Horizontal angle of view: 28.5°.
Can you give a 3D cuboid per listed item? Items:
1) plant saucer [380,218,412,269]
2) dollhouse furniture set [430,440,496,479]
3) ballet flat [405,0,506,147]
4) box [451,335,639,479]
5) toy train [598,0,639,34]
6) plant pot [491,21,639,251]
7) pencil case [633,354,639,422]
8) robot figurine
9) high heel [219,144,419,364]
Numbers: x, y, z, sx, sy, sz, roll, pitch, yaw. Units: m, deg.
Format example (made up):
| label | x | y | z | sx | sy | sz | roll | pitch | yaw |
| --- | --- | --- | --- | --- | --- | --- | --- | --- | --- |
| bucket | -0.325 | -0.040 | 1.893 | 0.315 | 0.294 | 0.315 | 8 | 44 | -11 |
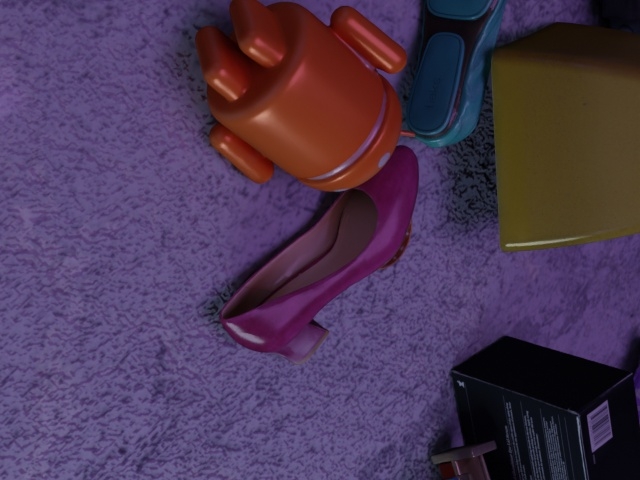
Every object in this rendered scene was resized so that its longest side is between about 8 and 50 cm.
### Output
| label | x | y | z | sx | sy | sz | roll | pitch | yaw |
| --- | --- | --- | --- | --- | --- | --- | --- | --- | --- |
| plant saucer | 0.059 | -0.012 | 1.283 | 0.083 | 0.013 | 0.083 | -9 | 105 | -39 |
| dollhouse furniture set | 0.129 | 0.329 | 1.363 | 0.129 | 0.129 | 0.183 | -11 | 82 | -37 |
| ballet flat | 0.145 | -0.212 | 1.281 | 0.087 | 0.083 | 0.247 | 16 | 89 | -65 |
| box | 0.262 | 0.257 | 1.398 | 0.103 | 0.184 | 0.261 | -29 | 117 | -35 |
| toy train | 0.418 | -0.223 | 1.467 | 0.190 | 0.142 | 0.333 | -14 | 110 | -24 |
| plant pot | 0.308 | -0.109 | 1.312 | 0.212 | 0.187 | 0.212 | -30 | 120 | -56 |
| pencil case | 0.400 | 0.221 | 1.576 | 0.088 | 0.086 | 0.206 | 33 | 75 | -11 |
| robot figurine | -0.012 | -0.127 | 1.124 | 0.219 | 0.128 | 0.158 | 35 | 77 | -39 |
| high heel | 0.000 | 0.000 | 1.188 | 0.244 | 0.082 | 0.117 | -54 | 139 | 2 |
